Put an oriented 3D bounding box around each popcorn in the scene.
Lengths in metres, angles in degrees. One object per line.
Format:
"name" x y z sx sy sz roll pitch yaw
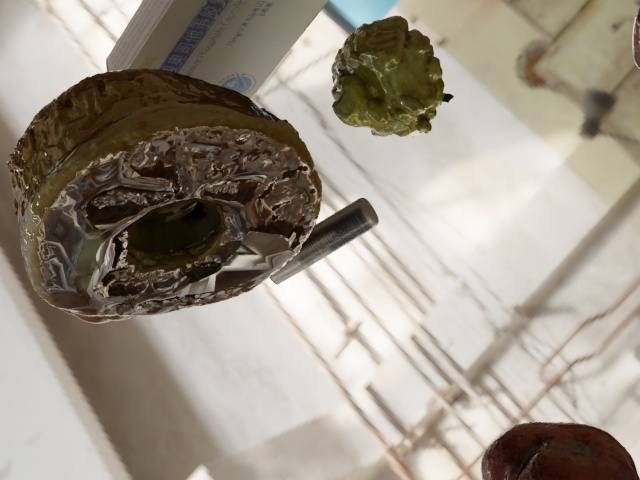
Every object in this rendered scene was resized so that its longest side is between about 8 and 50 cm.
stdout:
"popcorn" 0.095 -0.211 1.639 0.142 0.173 0.173 5 -144 -47

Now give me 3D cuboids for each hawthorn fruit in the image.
"hawthorn fruit" 0.333 0.322 1.547 0.243 0.207 0.207 -6 -147 -17

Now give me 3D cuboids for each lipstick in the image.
"lipstick" 0.000 0.000 1.400 0.040 0.141 0.040 57 -170 -16

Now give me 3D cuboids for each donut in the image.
"donut" -0.169 -0.047 1.284 0.330 0.330 0.160 26 -155 -46

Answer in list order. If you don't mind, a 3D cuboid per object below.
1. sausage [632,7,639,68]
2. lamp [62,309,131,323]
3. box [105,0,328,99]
"sausage" 0.458 -0.273 1.524 0.083 0.089 0.300 17 -154 27
"lamp" -0.338 0.022 1.929 0.223 0.223 0.196 48 176 28
"box" -0.109 -0.289 1.511 0.200 0.343 0.065 4 -121 -33
